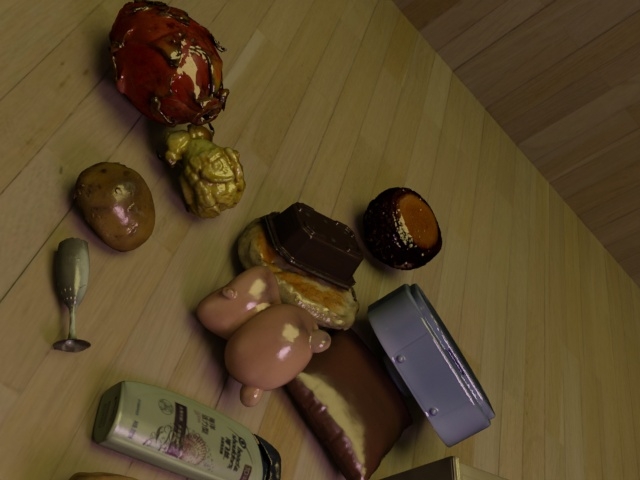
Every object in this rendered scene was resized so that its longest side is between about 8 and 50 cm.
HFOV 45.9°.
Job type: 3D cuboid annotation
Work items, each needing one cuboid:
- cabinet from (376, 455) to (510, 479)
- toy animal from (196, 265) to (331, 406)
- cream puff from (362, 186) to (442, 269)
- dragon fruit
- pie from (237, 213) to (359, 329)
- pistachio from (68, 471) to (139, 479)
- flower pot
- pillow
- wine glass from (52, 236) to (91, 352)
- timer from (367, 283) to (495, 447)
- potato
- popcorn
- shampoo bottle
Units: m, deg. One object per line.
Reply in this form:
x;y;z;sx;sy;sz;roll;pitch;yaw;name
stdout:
0.270;0.624;1.562;0.318;0.290;0.228;29;44;-37;cabinet
-0.121;0.168;1.495;0.221;0.210;0.229;55;0;-19;toy animal
0.218;-0.028;2.080;0.239;0.164;0.239;25;51;-35;cream puff
-0.324;-0.370;1.621;0.315;0.250;0.250;35;36;4;dragon fruit
-0.045;0.076;1.728;0.339;0.077;0.339;37;24;-19;pie
-0.278;0.469;1.125;0.181;0.162;0.293;-39;99;-24;pistachio
0.000;0.000;1.726;0.250;0.084;0.179;27;28;-37;flower pot
0.069;0.347;1.677;0.305;0.108;0.308;56;31;4;pillow
-0.429;0.090;1.303;0.066;0.066;0.198;19;52;-42;wine glass
0.249;0.289;1.828;0.395;0.173;0.395;56;7;-10;timer
-0.382;-0.067;1.422;0.176;0.137;0.137;50;36;-16;potato
-0.249;-0.151;1.630;0.195;0.173;0.168;44;-10;23;popcorn
-0.222;0.354;1.344;0.359;0.078;0.134;32;40;-32;shampoo bottle
